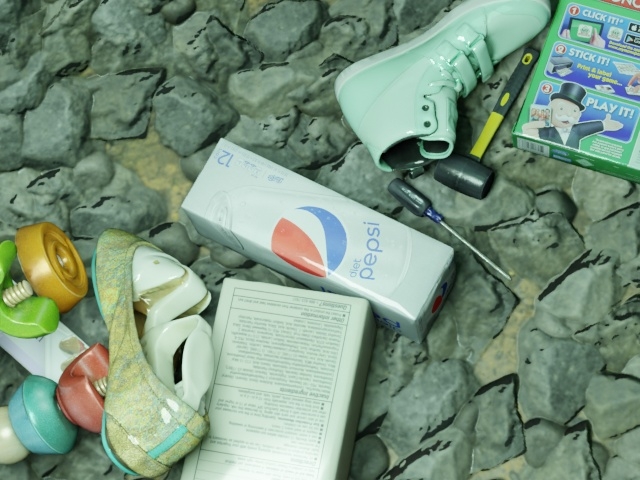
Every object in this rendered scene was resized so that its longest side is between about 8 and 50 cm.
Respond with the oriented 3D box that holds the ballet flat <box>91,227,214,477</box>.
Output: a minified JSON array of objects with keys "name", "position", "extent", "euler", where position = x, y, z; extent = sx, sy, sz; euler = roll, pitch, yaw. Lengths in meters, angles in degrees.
[{"name":"ballet flat","position":[-0.162,0.091,1.908],"extent":[0.123,0.123,0.348],"euler":[-12,40,3]}]

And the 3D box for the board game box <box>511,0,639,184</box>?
[{"name":"board game box","position":[0.391,-0.158,2.024],"extent":[0.317,0.046,0.213],"euler":[18,74,12]}]

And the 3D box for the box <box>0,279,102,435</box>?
[{"name":"box","position":[-0.282,0.125,2.002],"extent":[0.324,0.067,0.063],"euler":[39,81,16]}]

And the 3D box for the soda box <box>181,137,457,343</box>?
[{"name":"soda box","position":[0.000,0.000,1.992],"extent":[0.286,0.098,0.091],"euler":[26,77,14]}]

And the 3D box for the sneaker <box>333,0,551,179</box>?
[{"name":"sneaker","position":[0.153,-0.163,2.015],"extent":[0.256,0.094,0.151],"euler":[-28,53,7]}]

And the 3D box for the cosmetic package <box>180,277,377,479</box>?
[{"name":"cosmetic package","position":[-0.048,0.208,1.921],"extent":[0.160,0.113,0.309],"euler":[9,74,10]}]

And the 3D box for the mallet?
[{"name":"mallet","position":[0.183,-0.135,2.051],"extent":[0.062,0.039,0.190],"euler":[17,70,14]}]

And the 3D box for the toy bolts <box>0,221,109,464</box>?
[{"name":"toy bolts","position":[-0.314,0.113,1.911],"extent":[0.158,0.218,0.228],"euler":[-27,104,14]}]

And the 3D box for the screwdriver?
[{"name":"screwdriver","position":[0.143,-0.013,2.023],"extent":[0.170,0.024,0.025],"euler":[36,50,10]}]
